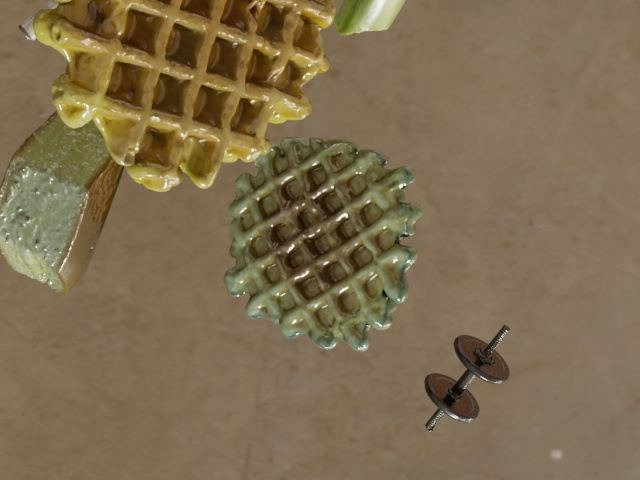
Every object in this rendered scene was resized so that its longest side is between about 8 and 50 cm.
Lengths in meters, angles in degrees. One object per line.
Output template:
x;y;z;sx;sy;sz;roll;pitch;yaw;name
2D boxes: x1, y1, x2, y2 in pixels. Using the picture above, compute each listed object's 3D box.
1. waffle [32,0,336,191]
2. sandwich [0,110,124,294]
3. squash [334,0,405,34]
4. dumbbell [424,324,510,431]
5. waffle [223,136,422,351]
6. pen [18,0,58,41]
-0.090;-0.166;1.043;0.249;0.056;0.253;-29;120;-36;waffle
-0.268;-0.043;1.524;0.096;0.094;0.258;-39;158;-59;sandwich
0.080;-0.339;1.677;0.083;0.083;0.250;-24;144;-39;squash
0.153;0.144;1.542;0.069;0.069;0.147;15;120;-39;dumbbell
0.000;0.000;2.067;0.056;0.309;0.292;-3;106;-61;waffle
-0.270;-0.306;1.733;0.204;0.025;0.025;-42;116;-8;pen
